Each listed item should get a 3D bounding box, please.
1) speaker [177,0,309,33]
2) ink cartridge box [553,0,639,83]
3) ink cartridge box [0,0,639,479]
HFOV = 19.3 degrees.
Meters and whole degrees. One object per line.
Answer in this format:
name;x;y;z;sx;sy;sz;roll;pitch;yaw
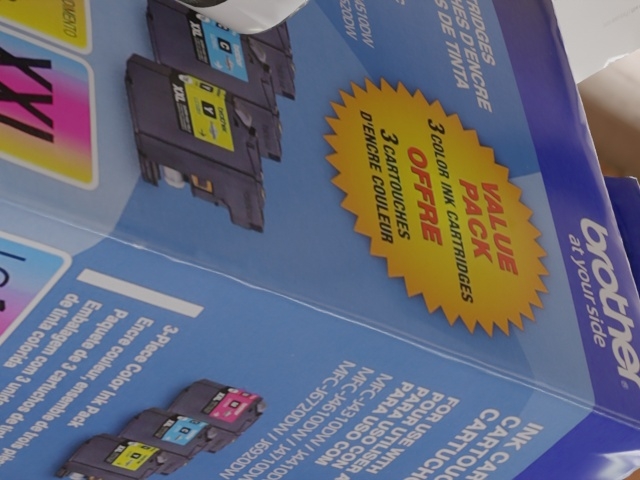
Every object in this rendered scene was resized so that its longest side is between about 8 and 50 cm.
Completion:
speaker;-0.057;-0.091;0.348;0.136;0.055;0.055;25;176;-31
ink cartridge box;0.119;-0.260;1.356;0.198;0.197;0.270;17;123;37
ink cartridge box;-0.025;-0.028;0.741;0.395;0.151;0.270;22;-137;-36
